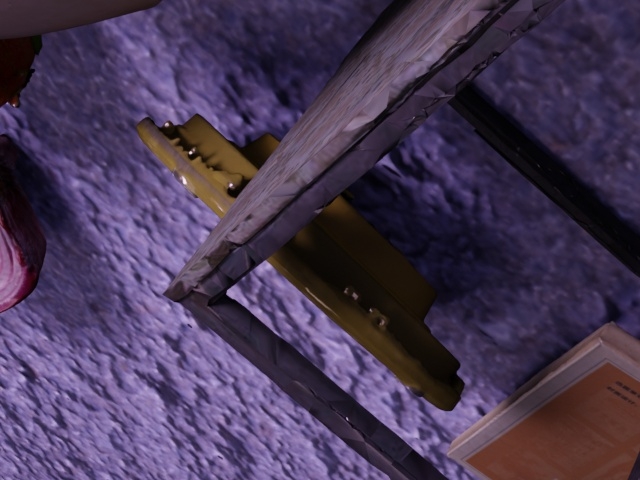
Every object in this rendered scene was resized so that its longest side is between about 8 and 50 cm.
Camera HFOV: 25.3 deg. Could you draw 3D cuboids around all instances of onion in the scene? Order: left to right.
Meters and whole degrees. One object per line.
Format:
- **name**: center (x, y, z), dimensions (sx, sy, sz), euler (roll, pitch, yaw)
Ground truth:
- **onion**: center (-0.277, -0.042, 0.964), dimensions (0.151, 0.098, 0.206), euler (-21, 118, 21)

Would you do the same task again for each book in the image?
- **book**: center (0.188, 0.140, 0.868), dimensions (0.170, 0.018, 0.241), euler (34, 152, -1)

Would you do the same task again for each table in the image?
- **table**: center (0.161, -0.024, 0.575), dimensions (0.272, 0.222, 0.335), euler (42, 142, -7)

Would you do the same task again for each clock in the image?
- **clock**: center (0.000, 0.000, 0.788), dimensions (0.237, 0.057, 0.237), euler (43, 179, 1)

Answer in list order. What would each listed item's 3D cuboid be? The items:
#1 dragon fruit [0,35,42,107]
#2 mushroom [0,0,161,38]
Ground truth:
- **dragon fruit**: center (-0.236, -0.135, 0.812), dimensions (0.142, 0.138, 0.175), euler (16, 132, 57)
- **mushroom**: center (-0.147, -0.245, 0.539), dimensions (0.362, 0.294, 0.362), euler (-3, 158, -1)
